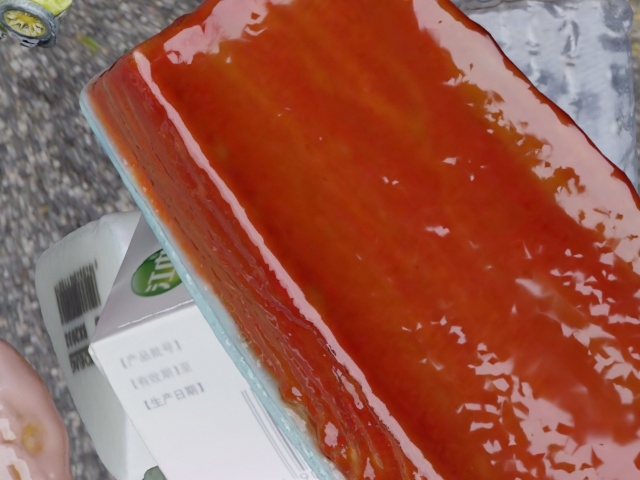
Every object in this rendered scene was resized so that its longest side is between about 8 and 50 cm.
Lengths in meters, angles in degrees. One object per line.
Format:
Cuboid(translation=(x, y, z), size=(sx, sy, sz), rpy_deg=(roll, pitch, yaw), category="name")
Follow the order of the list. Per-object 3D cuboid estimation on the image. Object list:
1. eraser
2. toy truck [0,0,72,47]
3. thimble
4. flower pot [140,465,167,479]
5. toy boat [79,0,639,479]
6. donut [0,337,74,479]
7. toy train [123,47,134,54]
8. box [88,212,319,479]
Cuboid(translation=(-0.201, 0.075, 1.710), size=(0.150, 0.331, 0.331), rpy_deg=(-7, 107, -30), category="eraser")
Cuboid(translation=(-0.317, -0.231, 1.191), size=(0.157, 0.272, 0.124), rpy_deg=(39, 55, -42), category="toy truck")
Cuboid(translation=(0.158, -0.098, 1.141), size=(0.172, 0.205, 0.236), rpy_deg=(-3, 134, 8), category="thimble")
Cuboid(translation=(-0.034, 0.267, 1.130), size=(0.209, 0.189, 0.239), rpy_deg=(25, 122, -34), category="flower pot")
Cuboid(translation=(0.056, 0.049, 0.533), size=(0.145, 0.133, 0.332), rpy_deg=(-38, 86, -22), category="toy boat")
Cuboid(translation=(-0.281, 0.142, 0.939), size=(0.233, 0.085, 0.199), rpy_deg=(-25, 86, -11), category="donut")
Cuboid(translation=(-0.159, -0.155, 1.462), size=(0.081, 0.122, 0.050), rpy_deg=(9, 79, -6), category="toy train")
Cuboid(translation=(0.001, -0.001, 0.879), size=(0.173, 0.333, 0.145), rpy_deg=(-18, 117, 17), category="box")
